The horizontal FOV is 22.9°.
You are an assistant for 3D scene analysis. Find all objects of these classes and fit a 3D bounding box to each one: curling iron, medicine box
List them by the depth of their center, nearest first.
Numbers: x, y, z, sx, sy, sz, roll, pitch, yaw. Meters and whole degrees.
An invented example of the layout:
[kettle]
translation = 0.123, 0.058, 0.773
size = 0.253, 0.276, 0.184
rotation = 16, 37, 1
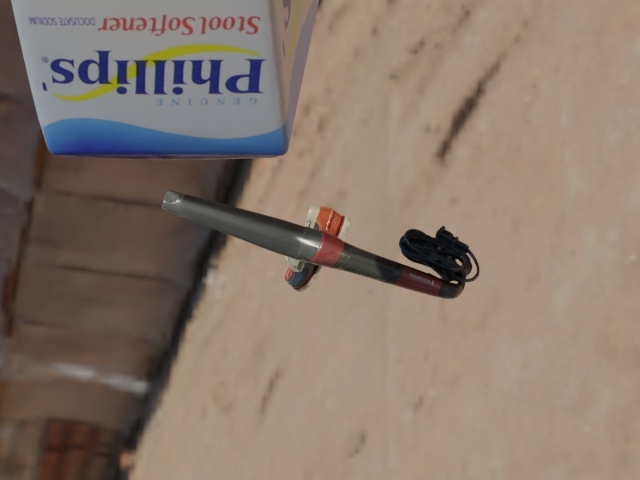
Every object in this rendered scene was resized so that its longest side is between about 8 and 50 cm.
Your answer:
[medicine box]
translation = -0.085, -0.237, 0.917
size = 0.263, 0.149, 0.289
rotation = -80, -12, -49
[curling iron]
translation = 0.000, 0.000, 1.339
size = 0.068, 0.274, 0.035
rotation = -83, 6, -52

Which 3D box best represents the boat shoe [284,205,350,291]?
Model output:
[boat shoe]
translation = -0.013, 0.007, 1.571
size = 0.137, 0.043, 0.049
rotation = 127, 161, -57
